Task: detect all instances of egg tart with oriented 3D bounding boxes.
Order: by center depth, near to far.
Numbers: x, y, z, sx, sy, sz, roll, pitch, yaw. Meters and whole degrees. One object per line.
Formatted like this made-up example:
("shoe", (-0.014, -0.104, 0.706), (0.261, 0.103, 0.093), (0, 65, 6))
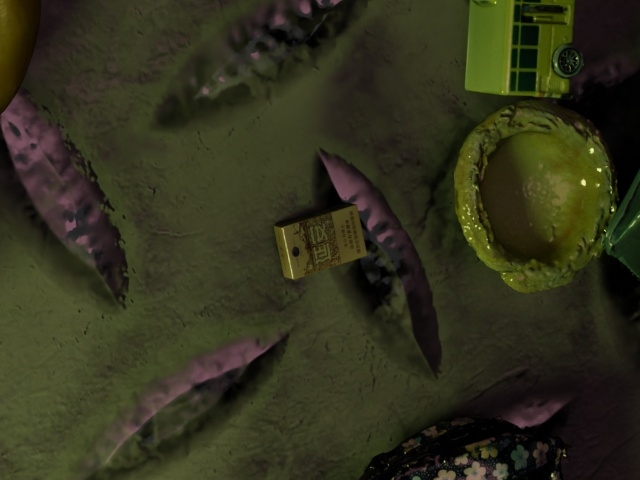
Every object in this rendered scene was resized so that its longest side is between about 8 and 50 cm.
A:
("egg tart", (0.204, -0.049, 1.906), (0.197, 0.078, 0.197), (-4, 99, -29))

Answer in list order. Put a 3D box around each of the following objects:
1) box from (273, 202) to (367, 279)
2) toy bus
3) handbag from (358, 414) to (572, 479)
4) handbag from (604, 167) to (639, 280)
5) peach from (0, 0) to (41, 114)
("box", (0.000, 0.000, 1.838), (0.083, 0.024, 0.053), (-19, 105, -26))
("toy bus", (0.196, -0.226, 1.875), (0.101, 0.088, 0.175), (-1, 98, -26))
("handbag", (0.142, 0.280, 1.890), (0.228, 0.127, 0.208), (-17, 98, -24))
("handbag", (0.413, -0.050, 1.979), (0.268, 0.100, 0.274), (33, 77, -45))
("peach", (-0.343, -0.186, 1.575), (0.251, 0.153, 0.251), (-15, 119, -28))
